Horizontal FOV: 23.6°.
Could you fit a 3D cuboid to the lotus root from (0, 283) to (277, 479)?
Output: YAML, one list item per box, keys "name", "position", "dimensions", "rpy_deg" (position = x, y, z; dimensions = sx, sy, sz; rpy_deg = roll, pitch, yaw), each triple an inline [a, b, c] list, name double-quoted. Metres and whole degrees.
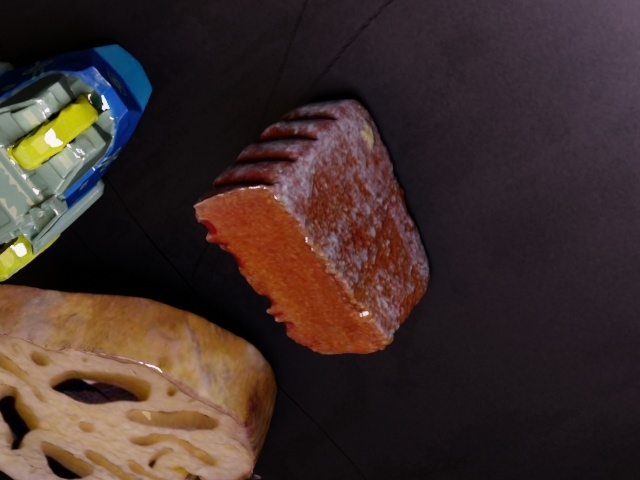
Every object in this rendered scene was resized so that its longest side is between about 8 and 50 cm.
- name: "lotus root"
  position: [-0.247, 0.175, 1.696]
  dimensions: [0.390, 0.111, 0.375]
  rpy_deg: [-21, 134, 39]

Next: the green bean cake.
- name: "green bean cake"
  position: [0.000, 0.000, 1.426]
  dimensions: [0.097, 0.198, 0.233]
  rpy_deg: [-3, 124, 36]

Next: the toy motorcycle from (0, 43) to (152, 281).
- name: "toy motorcycle"
  position: [-0.278, -0.104, 1.546]
  dimensions: [0.191, 0.200, 0.326]
  rpy_deg: [53, 145, -11]
